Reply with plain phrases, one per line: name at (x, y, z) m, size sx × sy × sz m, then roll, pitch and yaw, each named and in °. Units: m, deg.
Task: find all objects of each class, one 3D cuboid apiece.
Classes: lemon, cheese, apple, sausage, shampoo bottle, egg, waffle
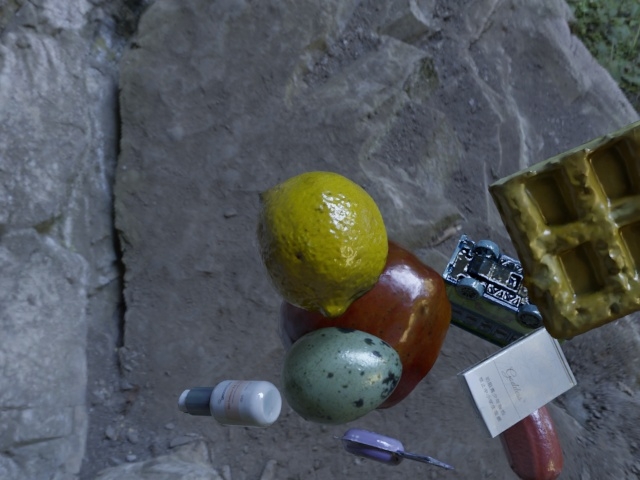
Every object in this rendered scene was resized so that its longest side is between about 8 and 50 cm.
lemon at (0.002, 0.009, 1.030) m, size 0.228 × 0.228 × 0.253 m, roll -19°, pitch 84°, yaw 15°
cheese at (0.106, 0.331, 0.926) m, size 0.191 × 0.105 × 0.042 m, roll 3°, pitch 67°, yaw 36°
apple at (0.100, 0.173, 1.319) m, size 0.365 × 0.295 × 0.329 m, roll -43°, pitch 100°, yaw -3°
sausage at (0.520, 0.488, 1.472) m, size 0.148 × 0.148 × 0.254 m, roll -14°, pitch 69°, yaw 17°
shampoo bottle at (-0.158, 0.269, 0.982) m, size 0.192 × 0.074 × 0.074 m, roll -5°, pitch 74°, yaw 31°
egg at (0.037, 0.245, 1.081) m, size 0.228 × 0.177 × 0.177 m, roll -14°, pitch 71°, yaw 13°
waffle at (0.310, -0.030, 0.548) m, size 0.274 × 0.057 × 0.168 m, roll -25°, pitch 96°, yaw 16°

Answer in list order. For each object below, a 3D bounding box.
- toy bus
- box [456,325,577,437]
toy bus at (0.428, 0.139, 1.372) m, size 0.312 × 0.190 × 0.152 m, roll 25°, pitch 55°, yaw 13°
box at (0.322, 0.227, 0.959) m, size 0.198 × 0.029 × 0.109 m, roll -21°, pitch 85°, yaw -25°
